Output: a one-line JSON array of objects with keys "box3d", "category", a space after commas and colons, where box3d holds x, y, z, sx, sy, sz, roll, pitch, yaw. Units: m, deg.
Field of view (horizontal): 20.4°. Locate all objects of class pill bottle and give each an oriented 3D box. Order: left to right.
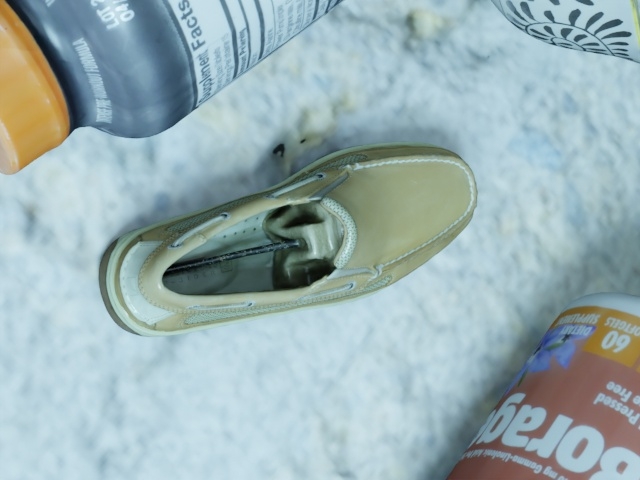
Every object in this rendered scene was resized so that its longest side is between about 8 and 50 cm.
[{"box3d": [-0.057, -0.130, 0.732, 0.245, 0.130, 0.130, -38, 101, -18], "category": "pill bottle"}, {"box3d": [0.108, 0.138, 0.795, 0.121, 0.121, 0.216, 44, 67, -16], "category": "pill bottle"}]

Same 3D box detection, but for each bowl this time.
[{"box3d": [0.100, -0.160, 0.832, 0.080, 0.170, 0.170, -9, 88, 11], "category": "bowl"}]

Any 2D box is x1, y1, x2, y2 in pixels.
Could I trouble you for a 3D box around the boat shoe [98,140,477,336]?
[{"box3d": [0.000, 0.000, 0.784, 0.190, 0.072, 0.068, -22, 94, -27], "category": "boat shoe"}]
